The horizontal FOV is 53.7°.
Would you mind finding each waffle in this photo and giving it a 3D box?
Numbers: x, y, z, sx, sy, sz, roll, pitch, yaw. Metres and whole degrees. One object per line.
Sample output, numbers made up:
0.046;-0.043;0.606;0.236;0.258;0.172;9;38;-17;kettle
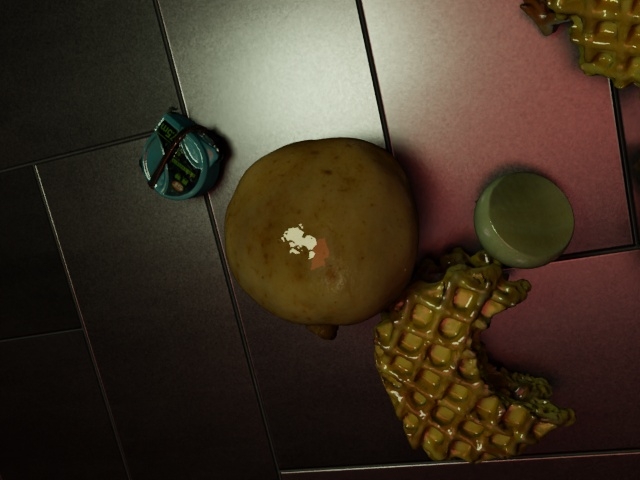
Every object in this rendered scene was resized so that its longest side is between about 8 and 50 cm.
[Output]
0.223;0.183;0.980;0.261;0.151;0.324;-19;96;16;waffle
0.394;-0.287;0.721;0.291;0.051;0.291;29;147;21;waffle

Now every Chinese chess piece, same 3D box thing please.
0.294;-0.029;0.917;0.144;0.058;0.144;3;71;-9;Chinese chess piece

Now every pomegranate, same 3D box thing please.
0.007;-0.017;0.930;0.308;0.307;0.307;4;104;15;pomegranate

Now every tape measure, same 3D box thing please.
-0.234;-0.133;1.063;0.125;0.081;0.146;41;111;7;tape measure

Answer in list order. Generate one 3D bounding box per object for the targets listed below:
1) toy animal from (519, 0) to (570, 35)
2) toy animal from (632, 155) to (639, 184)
0.427;-0.312;0.816;0.302;0.225;0.284;-7;103;40;toy animal
0.493;-0.002;0.832;0.158;0.312;0.097;16;149;-20;toy animal
